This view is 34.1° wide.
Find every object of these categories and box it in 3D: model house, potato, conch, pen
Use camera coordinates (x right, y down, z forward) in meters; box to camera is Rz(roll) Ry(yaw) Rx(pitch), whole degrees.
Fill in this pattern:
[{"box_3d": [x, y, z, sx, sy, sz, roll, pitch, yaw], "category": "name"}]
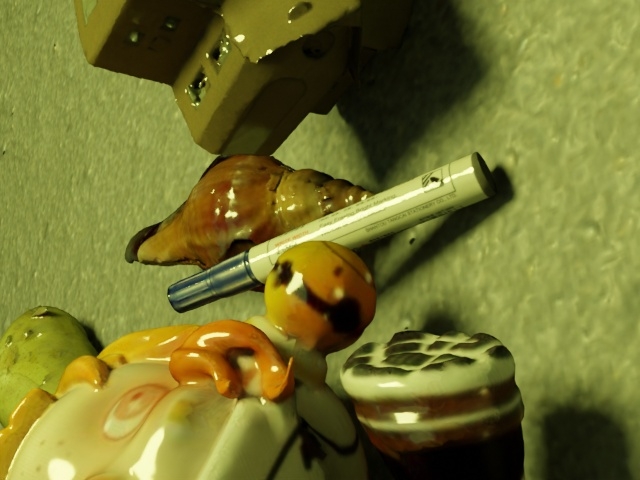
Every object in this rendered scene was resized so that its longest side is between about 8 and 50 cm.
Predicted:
[{"box_3d": [-0.005, -0.182, 0.548, 0.248, 0.181, 0.176, -52, 44, 37], "category": "model house"}, {"box_3d": [-0.222, 0.126, 0.877, 0.105, 0.085, 0.188, -55, 41, -2], "category": "potato"}, {"box_3d": [-0.054, -0.016, 0.659, 0.233, 0.086, 0.080, 15, 137, 50], "category": "conch"}, {"box_3d": [0.000, 0.000, 0.569, 0.204, 0.025, 0.025, -22, 63, 26], "category": "pen"}]

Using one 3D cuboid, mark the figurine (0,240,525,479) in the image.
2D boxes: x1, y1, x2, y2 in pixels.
[{"box_3d": [-0.049, 0.156, 0.526, 0.323, 0.196, 0.320, 11, 69, 50], "category": "figurine"}]
